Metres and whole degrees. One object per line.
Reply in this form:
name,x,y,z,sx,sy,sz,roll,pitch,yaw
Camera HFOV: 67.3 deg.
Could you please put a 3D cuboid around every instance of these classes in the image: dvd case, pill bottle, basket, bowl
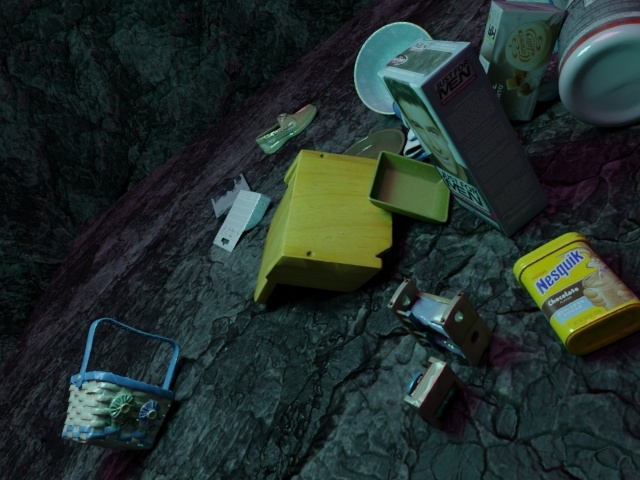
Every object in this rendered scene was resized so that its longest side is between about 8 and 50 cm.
dvd case,-0.374,-0.186,2.012,0.179,0.029,0.239,-39,30,2
pill bottle,0.615,-0.423,1.013,0.210,0.210,0.363,-15,39,37
basket,-0.484,0.363,1.202,0.201,0.254,0.289,-21,54,33
bowl,0.274,-0.552,1.598,0.289,0.290,0.156,-20,-7,31

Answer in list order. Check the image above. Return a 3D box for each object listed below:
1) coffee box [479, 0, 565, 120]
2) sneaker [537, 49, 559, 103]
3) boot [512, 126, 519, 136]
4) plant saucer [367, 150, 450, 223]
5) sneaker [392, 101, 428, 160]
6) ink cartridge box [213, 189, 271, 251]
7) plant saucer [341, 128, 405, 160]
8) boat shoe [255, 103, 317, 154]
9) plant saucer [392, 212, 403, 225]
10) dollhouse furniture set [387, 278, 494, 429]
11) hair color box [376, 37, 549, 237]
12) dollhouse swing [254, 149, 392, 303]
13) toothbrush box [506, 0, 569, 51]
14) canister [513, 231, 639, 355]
coffee box,0.447,-0.415,1.125,0.141,0.247,0.098,3,38,-1
sneaker,0.572,-0.419,1.186,0.191,0.083,0.071,-50,32,-13
boot,0.420,-0.227,1.157,0.114,0.037,0.106,-17,40,28
plant saucer,0.213,-0.120,1.156,0.045,0.188,0.188,105,-177,-49
sneaker,0.272,-0.330,1.355,0.236,0.130,0.322,-45,36,-20
ink cartridge box,-0.289,-0.070,1.762,0.189,0.066,0.232,18,84,56
plant saucer,0.144,-0.239,1.480,0.278,0.041,0.278,-29,32,20
boat shoe,-0.148,-0.504,2.104,0.302,0.098,0.109,-39,30,4
plant saucer,0.166,-0.079,1.255,0.168,0.029,0.168,-28,32,19
dollhouse furniture set,0.169,0.181,0.804,0.184,0.129,0.129,-52,31,-19
hair color box,0.278,-0.195,0.930,0.113,0.374,0.185,-39,30,2
dollhouse swing,0.000,0.000,1.257,0.315,0.305,0.347,8,51,-2
toothbrush box,0.623,-0.651,1.301,0.126,0.216,0.295,-32,32,15
canister,0.394,0.079,0.741,0.126,0.073,0.170,-32,32,15
